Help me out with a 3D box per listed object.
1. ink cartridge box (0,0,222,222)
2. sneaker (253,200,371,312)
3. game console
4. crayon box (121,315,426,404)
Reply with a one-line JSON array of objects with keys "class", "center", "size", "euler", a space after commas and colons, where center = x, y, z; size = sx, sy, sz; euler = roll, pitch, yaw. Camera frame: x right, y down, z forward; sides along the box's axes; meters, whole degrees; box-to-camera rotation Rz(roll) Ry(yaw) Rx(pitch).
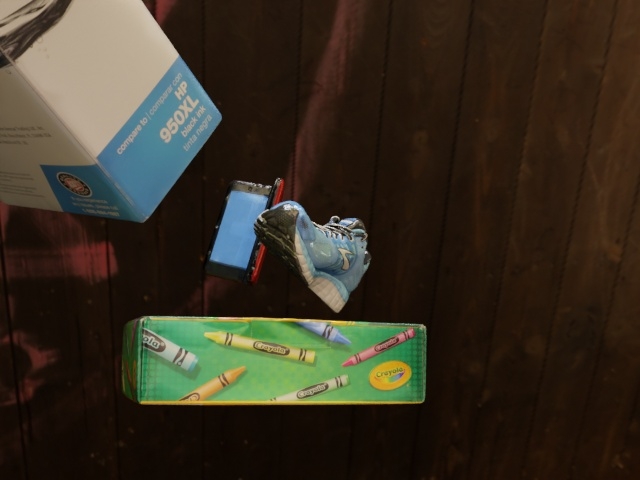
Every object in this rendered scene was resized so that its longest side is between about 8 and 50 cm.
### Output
[{"class": "ink cartridge box", "center": [-0.331, -0.215, 0.863], "size": [0.166, 0.285, 0.395], "euler": [-58, -46, -26]}, {"class": "sneaker", "center": [0.000, 0.000, 0.709], "size": [0.073, 0.063, 0.162], "euler": [-47, -26, -3]}, {"class": "game console", "center": [-0.108, -0.018, 1.164], "size": [0.085, 0.124, 0.144], "euler": [16, -98, 0]}, {"class": "crayon box", "center": [-0.053, 0.123, 0.862], "size": [0.278, 0.165, 0.081], "euler": [3, -98, -18]}]
